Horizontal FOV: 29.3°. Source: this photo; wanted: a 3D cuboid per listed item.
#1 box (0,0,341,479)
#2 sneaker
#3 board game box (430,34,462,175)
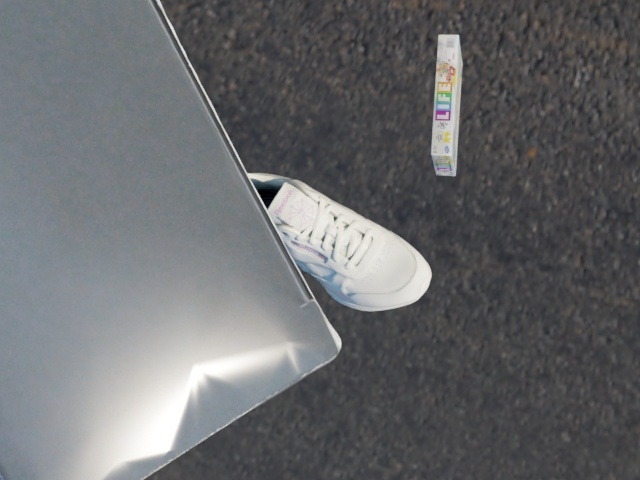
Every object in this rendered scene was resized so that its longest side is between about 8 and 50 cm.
[{"bbox_3d":[-0.212,0.001,0.821,0.293,0.212,0.395,63,155,-8],"label":"box"},{"bbox_3d":[0.000,0.000,1.620,0.305,0.114,0.152,25,171,20],"label":"sneaker"},{"bbox_3d":[0.159,-0.168,1.535,0.026,0.154,0.103,3,169,10],"label":"board game box"}]
